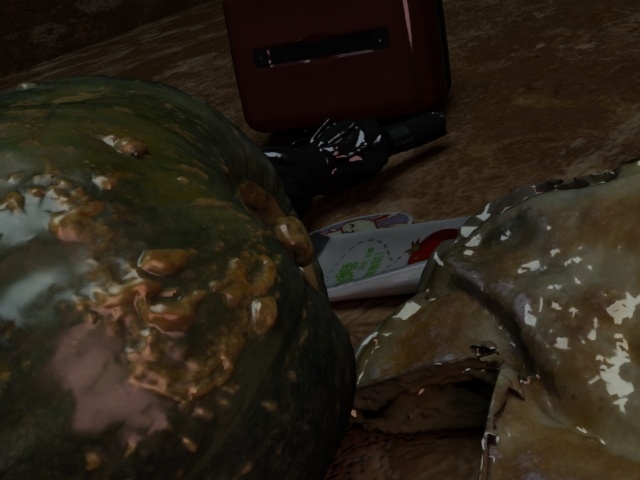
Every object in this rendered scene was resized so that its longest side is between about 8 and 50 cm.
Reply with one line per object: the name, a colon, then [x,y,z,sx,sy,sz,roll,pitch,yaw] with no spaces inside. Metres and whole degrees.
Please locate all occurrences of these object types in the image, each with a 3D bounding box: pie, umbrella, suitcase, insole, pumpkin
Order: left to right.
pumpkin: [-0.127,0.050,0.466,0.257,0.292,0.328,-33,12,7]
insole: [0.000,0.000,0.829,0.197,0.004,0.065,-15,25,1]
umbrella: [0.009,-0.084,0.901,0.340,0.118,0.118,-23,25,-29]
suitcase: [0.025,-0.272,1.115,0.297,0.236,0.161,-4,16,23]
pie: [0.166,0.064,0.474,0.337,0.075,0.338,-22,33,15]

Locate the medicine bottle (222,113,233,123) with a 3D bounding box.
medicine bottle: [-0.202,-0.059,0.939,0.114,0.114,0.252,11,37,44]

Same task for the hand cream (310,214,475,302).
hand cream: [0.115,0.008,0.692,0.335,0.076,0.121,-9,26,29]
